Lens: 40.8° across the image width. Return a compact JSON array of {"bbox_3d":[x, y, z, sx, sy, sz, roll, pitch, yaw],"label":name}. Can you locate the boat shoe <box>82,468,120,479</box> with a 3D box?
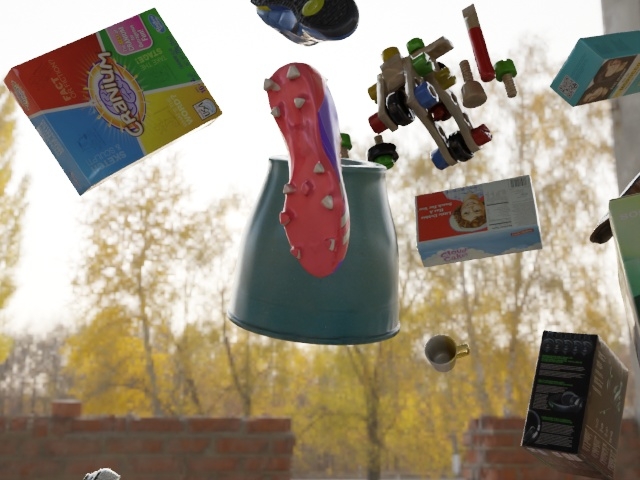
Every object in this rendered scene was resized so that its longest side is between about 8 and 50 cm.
[{"bbox_3d":[-0.288,0.301,0.860,0.070,0.219,0.078,41,10,-2],"label":"boat shoe"}]

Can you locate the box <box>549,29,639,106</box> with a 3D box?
[{"bbox_3d":[0.504,-0.297,1.464,0.244,0.060,0.100,-17,-34,-38],"label":"box"}]

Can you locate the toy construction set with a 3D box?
[{"bbox_3d":[0.185,-0.283,1.447,0.257,0.237,0.309,3,-27,-28],"label":"toy construction set"}]

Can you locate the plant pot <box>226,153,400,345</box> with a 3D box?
[{"bbox_3d":[0.000,0.000,1.324,0.272,0.255,0.271,5,9,-1],"label":"plant pot"}]

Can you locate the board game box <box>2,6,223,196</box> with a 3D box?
[{"bbox_3d":[-0.365,-0.257,1.556,0.316,0.242,0.064,-37,6,-36],"label":"board game box"}]

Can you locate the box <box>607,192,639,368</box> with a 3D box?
[{"bbox_3d":[0.344,0.143,0.821,0.058,0.322,0.232,-15,-29,15],"label":"box"}]

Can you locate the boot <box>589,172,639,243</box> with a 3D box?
[{"bbox_3d":[0.570,-0.029,1.558,0.106,0.082,0.219,38,-24,13],"label":"boot"}]

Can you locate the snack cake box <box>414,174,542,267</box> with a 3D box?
[{"bbox_3d":[0.345,-0.041,1.899,0.264,0.152,0.089,-10,-40,15],"label":"snack cake box"}]

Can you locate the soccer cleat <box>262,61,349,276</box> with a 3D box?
[{"bbox_3d":[-0.001,-0.083,0.973,0.083,0.248,0.095,-17,-9,34],"label":"soccer cleat"}]

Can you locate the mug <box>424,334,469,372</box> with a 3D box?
[{"bbox_3d":[0.239,0.222,1.633,0.078,0.062,0.064,14,-27,21],"label":"mug"}]

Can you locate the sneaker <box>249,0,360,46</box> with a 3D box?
[{"bbox_3d":[-0.007,-0.277,1.076,0.209,0.069,0.082,32,-11,49],"label":"sneaker"}]

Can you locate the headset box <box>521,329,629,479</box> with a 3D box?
[{"bbox_3d":[0.569,0.355,1.896,0.131,0.283,0.246,1,-24,37],"label":"headset box"}]
